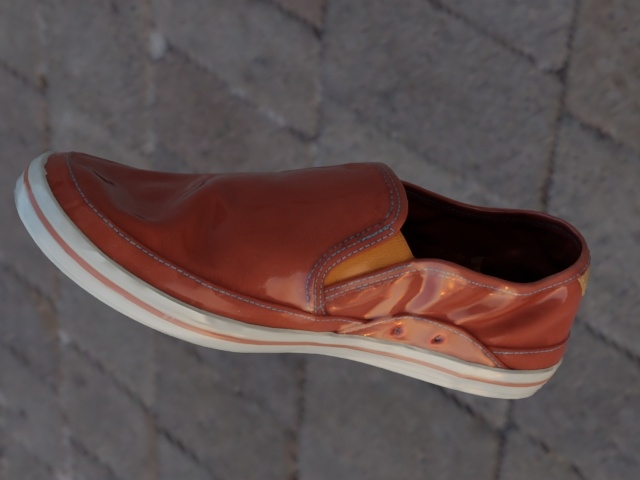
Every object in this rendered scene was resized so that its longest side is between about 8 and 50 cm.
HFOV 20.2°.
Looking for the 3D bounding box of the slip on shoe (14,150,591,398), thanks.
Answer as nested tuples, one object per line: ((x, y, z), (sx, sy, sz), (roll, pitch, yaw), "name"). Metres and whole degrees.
((0.000, 0.000, 0.939), (0.101, 0.331, 0.123), (-63, 29, 25), "slip on shoe")
